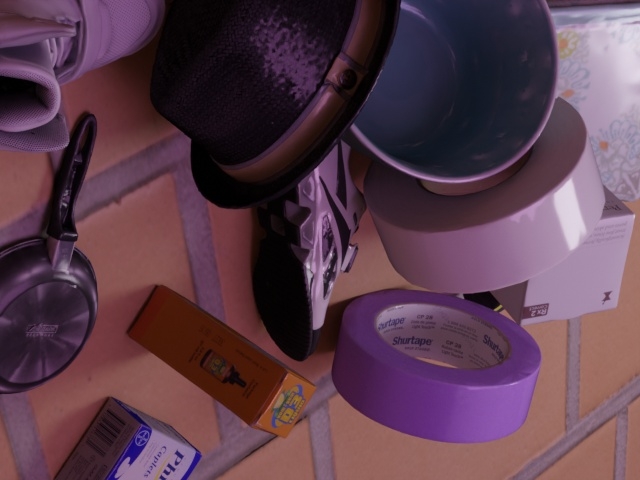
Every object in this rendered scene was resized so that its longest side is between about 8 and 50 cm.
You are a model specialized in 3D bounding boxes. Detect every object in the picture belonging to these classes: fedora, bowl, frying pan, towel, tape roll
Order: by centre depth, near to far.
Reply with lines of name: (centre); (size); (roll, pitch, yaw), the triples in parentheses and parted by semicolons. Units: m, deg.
fedora: (-0.072, -0.206, 1.583); (0.152, 0.334, 0.334); (30, 91, -34)
frying pan: (-0.286, 0.039, 1.683); (0.326, 0.053, 0.197); (-53, 142, -2)
bowl: (0.109, -0.211, 1.794); (0.312, 0.163, 0.311); (2, 84, -23)
tape roll: (0.200, -0.063, 1.852); (0.286, 0.286, 0.100); (-39, 126, -23)
towel: (0.306, -0.189, 2.056); (0.374, 0.090, 0.320); (-7, 124, -22)
tape roll: (0.157, 0.166, 2.056); (0.275, 0.275, 0.090); (-13, 123, -42)

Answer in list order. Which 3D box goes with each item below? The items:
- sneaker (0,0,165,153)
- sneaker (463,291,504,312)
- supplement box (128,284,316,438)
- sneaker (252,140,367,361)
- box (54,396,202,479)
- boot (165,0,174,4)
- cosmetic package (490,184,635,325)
sneaker: (-0.260, -0.176, 1.434); (0.366, 0.210, 0.137); (-16, 125, -41)
sneaker: (0.320, -0.012, 2.258); (0.300, 0.111, 0.121); (-56, 145, -1)
supplement box: (-0.117, 0.141, 1.777); (0.078, 0.233, 0.080); (-57, 141, -2)
sneaker: (0.000, 0.000, 1.902); (0.146, 0.122, 0.330); (-22, 129, -35)
box: (-0.235, 0.280, 1.871); (0.126, 0.072, 0.137); (-56, 142, -2)
boot: (-0.178, -0.307, 1.581); (0.087, 0.042, 0.118); (-2, 114, -40)
cosmetic package: (0.293, -0.006, 1.993); (0.151, 0.183, 0.151); (-10, 124, -21)
